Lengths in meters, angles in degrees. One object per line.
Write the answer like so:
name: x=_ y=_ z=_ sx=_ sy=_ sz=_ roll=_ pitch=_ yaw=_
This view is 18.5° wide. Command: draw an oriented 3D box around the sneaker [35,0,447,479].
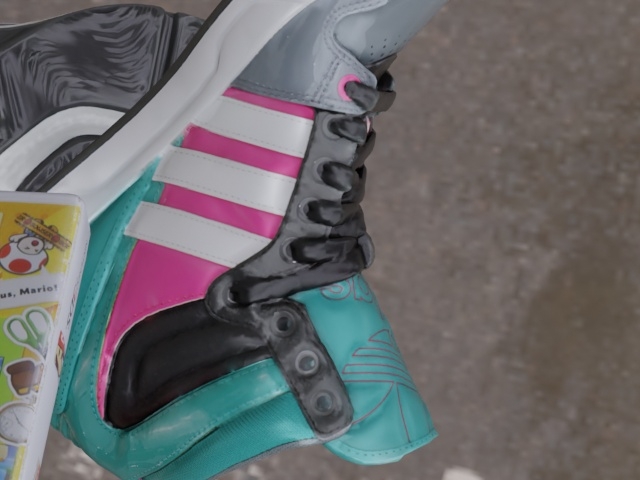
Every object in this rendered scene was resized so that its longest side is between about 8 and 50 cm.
sneaker: x=0.000 y=0.000 z=0.787 sx=0.295 sy=0.178 sz=0.124 roll=-44 pitch=171 yaw=17

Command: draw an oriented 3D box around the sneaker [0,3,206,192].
sneaker: x=-0.210 y=-0.079 z=1.226 sx=0.447 sy=0.257 sz=0.169 roll=9 pitch=95 yaw=-30

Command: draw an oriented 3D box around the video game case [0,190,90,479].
video game case: x=-0.200 y=0.063 z=0.616 sx=0.026 sy=0.227 sz=0.206 roll=86 pitch=8 yaw=-50
